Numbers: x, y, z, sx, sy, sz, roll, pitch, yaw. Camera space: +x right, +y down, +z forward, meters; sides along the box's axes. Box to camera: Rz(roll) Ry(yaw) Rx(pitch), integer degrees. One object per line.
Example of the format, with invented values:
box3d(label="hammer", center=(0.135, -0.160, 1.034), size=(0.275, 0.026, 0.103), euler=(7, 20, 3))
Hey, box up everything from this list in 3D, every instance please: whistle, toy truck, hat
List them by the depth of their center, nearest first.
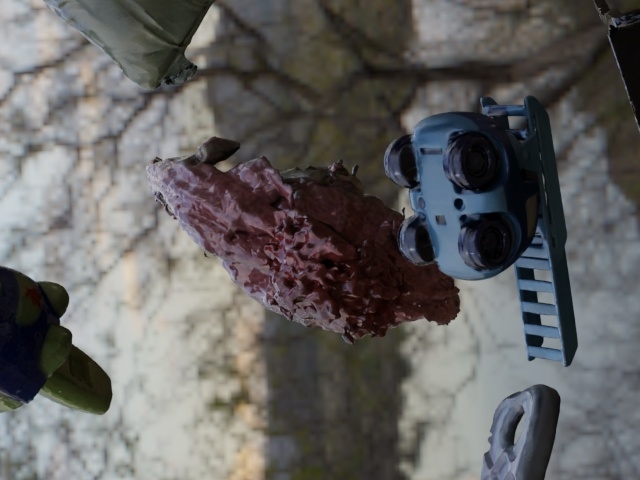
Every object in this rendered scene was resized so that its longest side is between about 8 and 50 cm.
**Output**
box3d(label="toy truck", center=(0.081, 0.002, 0.817), size=(0.063, 0.074, 0.136), euler=(8, 110, 52))
box3d(label="whistle", center=(-0.211, 0.055, 1.071), size=(0.227, 0.085, 0.105), euler=(35, -149, -42))
box3d(label="hat", center=(0.000, 0.000, 1.086), size=(0.286, 0.237, 0.107), euler=(-128, 58, -82))

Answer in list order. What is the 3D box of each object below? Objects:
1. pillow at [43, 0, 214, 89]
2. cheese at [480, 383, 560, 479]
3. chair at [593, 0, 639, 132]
box3d(label="pillow", center=(-0.140, -0.222, 0.812), size=(0.185, 0.302, 0.075), euler=(-49, 9, 22))
box3d(label="cheese", center=(0.078, 0.208, 0.840), size=(0.163, 0.082, 0.286), euler=(-39, 33, 60))
box3d(label="chair", center=(0.222, -0.111, 1.042), size=(0.212, 0.084, 0.101), euler=(-68, -45, -77))
